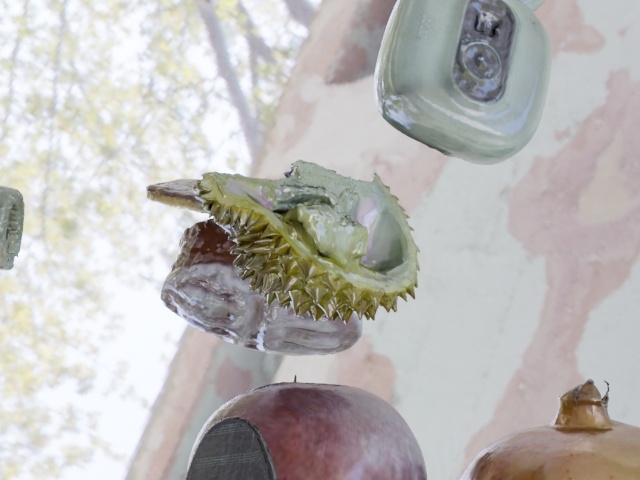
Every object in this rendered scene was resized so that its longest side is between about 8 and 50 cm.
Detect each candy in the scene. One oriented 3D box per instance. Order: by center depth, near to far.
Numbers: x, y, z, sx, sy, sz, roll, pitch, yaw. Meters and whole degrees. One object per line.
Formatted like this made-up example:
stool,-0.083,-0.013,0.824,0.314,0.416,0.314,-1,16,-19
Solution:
candy,-0.076,0.066,1.640,0.214,0.290,0.157,109,-6,-56

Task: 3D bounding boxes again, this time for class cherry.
cherry,-0.006,0.273,1.160,0.221,0.261,0.307,-32,-125,41

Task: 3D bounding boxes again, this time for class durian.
durian,0.000,0.000,1.173,0.172,0.306,0.166,11,-88,43

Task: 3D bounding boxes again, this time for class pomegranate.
pomegranate,0.290,0.314,1.228,0.338,0.338,0.338,-32,-139,32

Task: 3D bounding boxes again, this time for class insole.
insole,-0.084,0.273,0.856,0.110,0.012,0.309,-14,-130,32

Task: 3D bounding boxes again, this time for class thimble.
thimble,-0.399,-0.015,1.387,0.084,0.062,0.110,-74,173,-70

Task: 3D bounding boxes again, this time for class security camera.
security camera,0.138,-0.213,0.991,0.080,0.157,0.301,136,-29,-63

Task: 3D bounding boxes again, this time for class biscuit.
biscuit,-0.130,-0.057,1.575,0.247,0.118,0.029,10,-73,33
